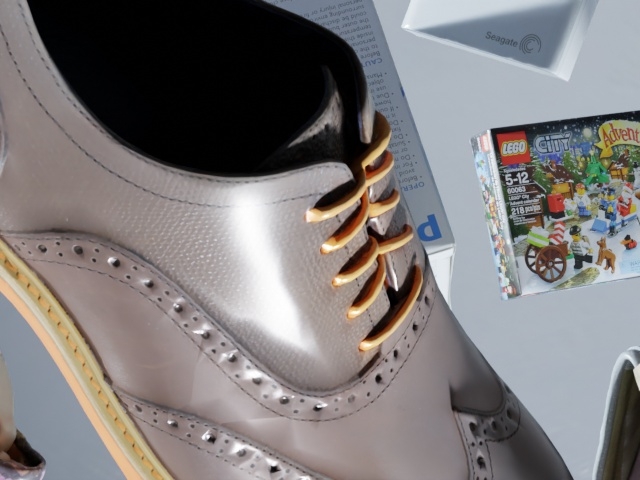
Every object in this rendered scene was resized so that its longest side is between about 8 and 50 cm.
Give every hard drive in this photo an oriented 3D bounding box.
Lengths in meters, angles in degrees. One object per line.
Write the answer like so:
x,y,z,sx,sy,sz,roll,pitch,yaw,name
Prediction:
0.250,-0.384,1.856,0.233,0.047,0.353,23,96,39,hard drive

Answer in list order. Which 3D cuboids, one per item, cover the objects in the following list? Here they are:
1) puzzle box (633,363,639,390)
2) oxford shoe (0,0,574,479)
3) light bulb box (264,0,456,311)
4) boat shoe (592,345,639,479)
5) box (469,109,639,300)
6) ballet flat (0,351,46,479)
0.404,0.157,0.945,0.409,0.052,0.272,-8,70,-24,puzzle box
-0.016,0.014,0.542,0.363,0.130,0.132,41,138,-21,oxford shoe
0.000,-0.069,1.850,0.225,0.358,0.361,-17,72,-2,light bulb box
0.251,0.232,1.281,0.118,0.103,0.320,43,125,57,boat shoe
0.267,-0.039,1.520,0.233,0.044,0.159,-9,85,-23,box
-0.215,0.051,0.838,0.079,0.077,0.221,-40,79,16,ballet flat
